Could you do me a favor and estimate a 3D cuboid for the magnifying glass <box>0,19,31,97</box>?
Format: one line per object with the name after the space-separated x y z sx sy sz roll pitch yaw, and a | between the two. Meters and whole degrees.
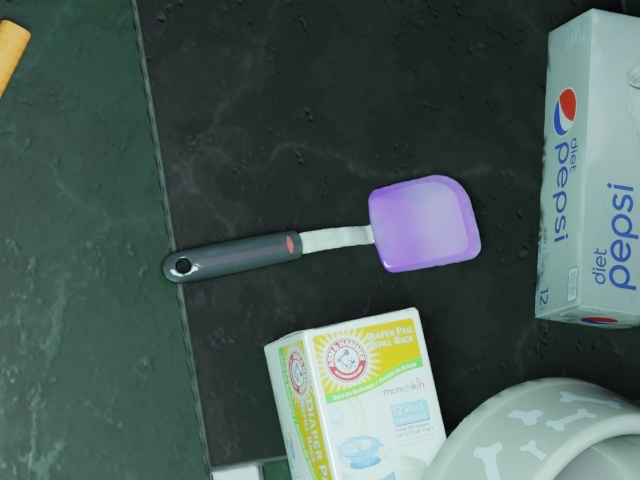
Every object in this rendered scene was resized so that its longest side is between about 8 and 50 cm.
-0.305 -0.082 1.598 0.092 0.026 0.231 27 71 -14 | magnifying glass

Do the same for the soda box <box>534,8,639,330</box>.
0.269 -0.065 1.774 0.098 0.091 0.286 9 76 -19 | soda box

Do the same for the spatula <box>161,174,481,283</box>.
0.000 0.000 1.693 0.296 0.030 0.084 -10 82 -22 | spatula

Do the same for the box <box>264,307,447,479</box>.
0.037 0.170 1.634 0.114 0.103 0.203 -9 83 -23 | box

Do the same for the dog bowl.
0.223 0.293 1.614 0.348 0.102 0.349 -3 95 -39 | dog bowl
